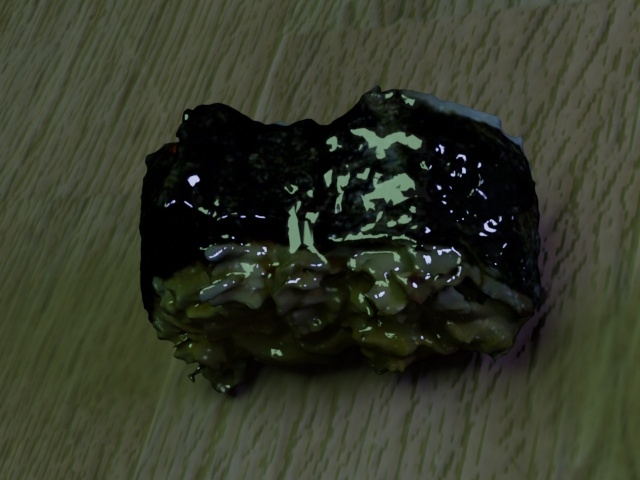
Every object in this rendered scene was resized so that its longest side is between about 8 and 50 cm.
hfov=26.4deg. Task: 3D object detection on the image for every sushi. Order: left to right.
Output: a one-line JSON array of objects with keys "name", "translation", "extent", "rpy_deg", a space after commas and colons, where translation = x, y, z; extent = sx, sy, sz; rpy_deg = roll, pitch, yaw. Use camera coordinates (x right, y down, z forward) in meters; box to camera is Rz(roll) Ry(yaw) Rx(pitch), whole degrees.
[{"name": "sushi", "translation": [0.000, 0.000, 0.677], "extent": [0.212, 0.147, 0.115], "rpy_deg": [-4, 56, 25]}]
